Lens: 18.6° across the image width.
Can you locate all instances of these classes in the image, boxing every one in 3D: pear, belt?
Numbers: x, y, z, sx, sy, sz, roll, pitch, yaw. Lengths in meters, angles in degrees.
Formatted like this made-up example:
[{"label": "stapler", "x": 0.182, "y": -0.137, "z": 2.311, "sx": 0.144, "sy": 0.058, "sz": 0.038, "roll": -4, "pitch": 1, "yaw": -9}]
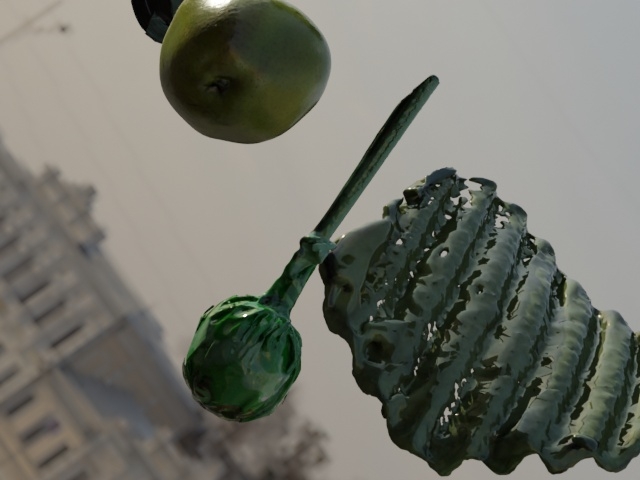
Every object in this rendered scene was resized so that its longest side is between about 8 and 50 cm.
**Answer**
[{"label": "pear", "x": -0.044, "y": -0.092, "z": 1.026, "sx": 0.092, "sy": 0.092, "sz": 0.097, "roll": 53, "pitch": 16, "yaw": 15}, {"label": "belt", "x": -0.149, "y": -0.269, "z": 2.083, "sx": 0.058, "sy": 0.105, "sz": 0.140, "roll": -8, "pitch": 91, "yaw": -75}]

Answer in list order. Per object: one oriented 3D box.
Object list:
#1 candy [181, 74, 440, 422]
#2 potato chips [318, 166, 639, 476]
[{"label": "candy", "x": 0.000, "y": 0.000, "z": 1.551, "sx": 0.097, "sy": 0.323, "sz": 0.097, "roll": 33, "pitch": -5, "yaw": 3}, {"label": "potato chips", "x": 0.193, "y": 0.093, "z": 1.927, "sx": 0.373, "sy": 0.389, "sz": 0.097, "roll": 44, "pitch": -51, "yaw": 19}]
